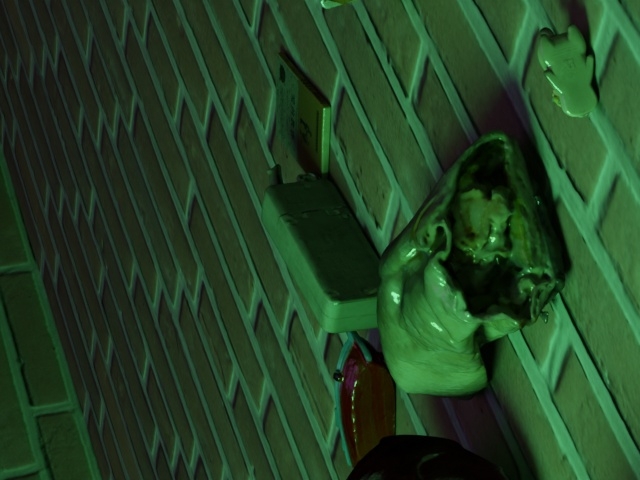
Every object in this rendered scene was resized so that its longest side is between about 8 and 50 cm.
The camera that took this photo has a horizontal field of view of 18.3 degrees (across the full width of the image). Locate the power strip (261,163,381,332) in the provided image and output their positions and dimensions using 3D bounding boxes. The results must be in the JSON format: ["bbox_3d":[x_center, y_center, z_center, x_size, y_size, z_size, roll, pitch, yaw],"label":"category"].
[{"bbox_3d":[0.000,0.000,2.338,0.288,0.093,0.053,-120,29,-48],"label":"power strip"}]

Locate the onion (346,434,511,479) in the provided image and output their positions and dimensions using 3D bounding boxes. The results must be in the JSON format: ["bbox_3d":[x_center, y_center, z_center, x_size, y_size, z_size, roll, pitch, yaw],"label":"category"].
[{"bbox_3d":[0.117,0.299,1.969,0.207,0.216,0.206,137,145,-63],"label":"onion"}]

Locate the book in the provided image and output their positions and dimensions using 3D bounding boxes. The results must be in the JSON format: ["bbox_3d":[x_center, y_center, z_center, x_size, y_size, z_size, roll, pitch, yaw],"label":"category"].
[{"bbox_3d":[-0.023,-0.148,2.467,0.172,0.012,0.118,-127,33,-55],"label":"book"}]

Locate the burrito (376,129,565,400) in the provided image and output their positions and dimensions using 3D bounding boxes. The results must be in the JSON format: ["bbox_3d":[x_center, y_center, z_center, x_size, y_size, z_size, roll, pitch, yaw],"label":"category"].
[{"bbox_3d":[0.123,0.045,1.946,0.332,0.135,0.190,118,132,-66],"label":"burrito"}]

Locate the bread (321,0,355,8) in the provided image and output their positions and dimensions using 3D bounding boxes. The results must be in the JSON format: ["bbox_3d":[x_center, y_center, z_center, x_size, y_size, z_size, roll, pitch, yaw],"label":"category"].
[{"bbox_3d":[0.029,-0.368,2.071,0.136,0.107,0.241,170,91,-69],"label":"bread"}]

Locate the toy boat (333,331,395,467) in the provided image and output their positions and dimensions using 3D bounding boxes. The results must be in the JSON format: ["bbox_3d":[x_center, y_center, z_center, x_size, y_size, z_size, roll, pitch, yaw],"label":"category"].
[{"bbox_3d":[0.048,0.186,2.316,0.059,0.069,0.173,35,136,54],"label":"toy boat"}]

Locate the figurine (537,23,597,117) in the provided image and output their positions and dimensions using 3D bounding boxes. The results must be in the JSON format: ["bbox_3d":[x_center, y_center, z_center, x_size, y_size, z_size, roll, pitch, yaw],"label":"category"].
[{"bbox_3d":[0.213,-0.147,1.734,0.050,0.047,0.083,-136,31,-84],"label":"figurine"}]
